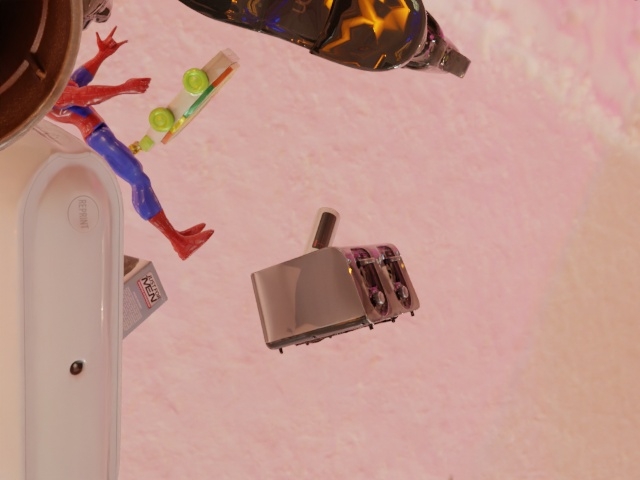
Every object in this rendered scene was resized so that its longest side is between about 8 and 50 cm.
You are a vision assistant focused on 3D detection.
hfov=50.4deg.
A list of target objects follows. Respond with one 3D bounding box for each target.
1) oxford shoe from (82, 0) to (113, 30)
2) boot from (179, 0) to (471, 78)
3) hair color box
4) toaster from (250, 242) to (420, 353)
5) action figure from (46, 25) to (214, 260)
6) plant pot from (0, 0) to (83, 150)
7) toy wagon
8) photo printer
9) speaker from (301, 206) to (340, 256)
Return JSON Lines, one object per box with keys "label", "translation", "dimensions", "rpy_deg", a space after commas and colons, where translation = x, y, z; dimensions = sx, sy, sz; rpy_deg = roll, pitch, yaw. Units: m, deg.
{"label": "oxford shoe", "translation": [-0.358, -0.399, 1.074], "dimensions": [0.083, 0.227, 0.096], "rpy_deg": [31, 110, -22]}
{"label": "boot", "translation": [-0.002, -0.200, 0.566], "dimensions": [0.091, 0.263, 0.229], "rpy_deg": [-60, 173, 18]}
{"label": "hair color box", "translation": [-0.514, 0.175, 1.385], "dimensions": [0.374, 0.185, 0.114], "rpy_deg": [-45, 133, -40]}
{"label": "toaster", "translation": [0.015, 0.073, 0.893], "dimensions": [0.168, 0.185, 0.110], "rpy_deg": [-2, 74, -59]}
{"label": "action figure", "translation": [-0.204, -0.126, 0.740], "dimensions": [0.139, 0.091, 0.280], "rpy_deg": [-47, 110, -9]}
{"label": "plant pot", "translation": [-0.226, -0.143, 0.349], "dimensions": [0.167, 0.165, 0.167], "rpy_deg": [-17, 129, -22]}
{"label": "toy wagon", "translation": [-0.328, -0.317, 1.620], "dimensions": [0.068, 0.267, 0.344], "rpy_deg": [43, 107, -11]}
{"label": "photo printer", "translation": [-0.272, 0.046, 0.553], "dimensions": [0.107, 0.256, 0.308], "rpy_deg": [-13, 110, -55]}
{"label": "speaker", "translation": [0.000, 0.000, 1.391], "dimensions": [0.055, 0.055, 0.136], "rpy_deg": [50, 44, -36]}
